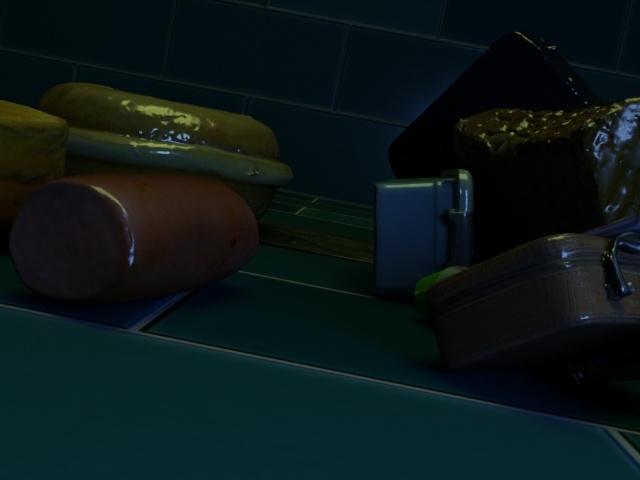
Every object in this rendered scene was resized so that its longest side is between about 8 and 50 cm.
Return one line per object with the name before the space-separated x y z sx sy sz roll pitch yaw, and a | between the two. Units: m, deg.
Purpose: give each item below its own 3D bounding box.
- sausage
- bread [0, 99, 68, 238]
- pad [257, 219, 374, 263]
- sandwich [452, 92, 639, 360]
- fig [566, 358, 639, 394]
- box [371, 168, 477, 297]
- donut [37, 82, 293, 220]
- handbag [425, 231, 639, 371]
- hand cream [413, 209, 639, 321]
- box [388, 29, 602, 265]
sausage | -0.138 -0.005 0.627 0.114 0.113 0.259 13 7 16
bread | -0.360 -0.075 0.708 0.195 0.142 0.270 15 9 16
pad | 0.000 0.000 1.305 0.248 0.007 0.367 10 6 -6
sandwich | 0.271 -0.017 0.807 0.099 0.271 0.301 -21 12 -11
fig | 0.295 0.102 0.483 0.151 0.151 0.259 8 -16 -26
box | 0.128 -0.006 0.909 0.130 0.162 0.227 0 5 3
donut | -0.265 -0.140 1.229 0.449 0.198 0.449 10 6 -1
handbag | 0.190 0.051 0.571 0.193 0.072 0.151 7 -27 -38
hand cream | 0.195 0.022 0.653 0.079 0.050 0.275 -27 1 -40
box | 0.264 -0.093 0.987 0.290 0.289 0.073 49 40 2
